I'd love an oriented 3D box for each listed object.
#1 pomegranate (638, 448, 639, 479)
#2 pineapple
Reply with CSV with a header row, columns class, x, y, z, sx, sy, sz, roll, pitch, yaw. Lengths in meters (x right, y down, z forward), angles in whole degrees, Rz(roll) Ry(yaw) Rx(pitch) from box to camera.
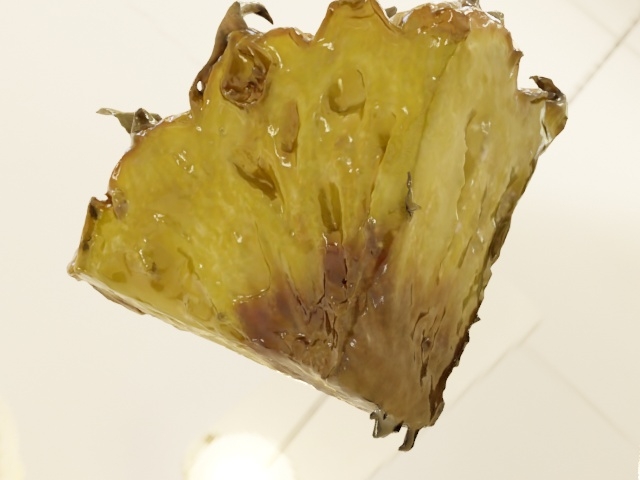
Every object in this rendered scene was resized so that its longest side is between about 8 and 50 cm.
class,x,y,z,sx,sy,sz,roll,pitch,yaw
pomegranate,0.221,0.101,0.724,0.198,0.198,0.246,41,-176,6
pineapple,0.000,0.000,0.465,0.069,0.137,0.116,31,-143,-54
